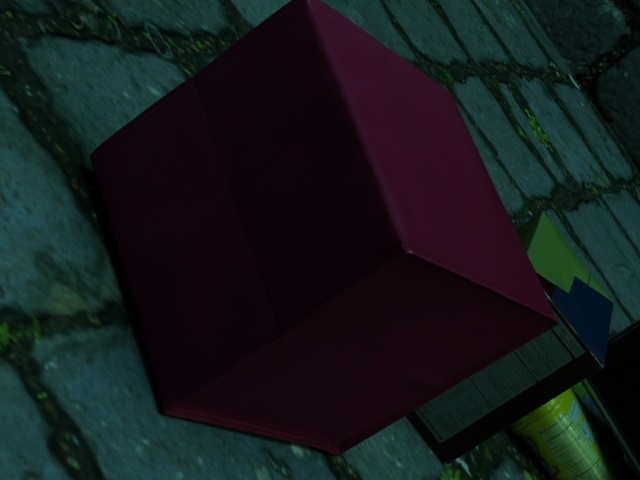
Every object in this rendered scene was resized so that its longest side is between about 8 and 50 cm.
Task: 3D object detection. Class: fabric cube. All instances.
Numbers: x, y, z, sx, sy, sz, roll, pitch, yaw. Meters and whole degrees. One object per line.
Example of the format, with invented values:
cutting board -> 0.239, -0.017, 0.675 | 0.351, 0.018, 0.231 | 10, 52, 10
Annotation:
fabric cube -> 0.000, 0.000, 1.180 | 0.254, 0.259, 0.258 | 24, 38, -52

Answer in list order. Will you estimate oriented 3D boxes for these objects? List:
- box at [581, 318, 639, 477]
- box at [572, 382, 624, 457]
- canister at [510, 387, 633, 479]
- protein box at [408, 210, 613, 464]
box -> 0.609, 0.344, 1.706 | 0.472, 0.297, 0.480 | 47, 13, -49
box -> 0.327, 0.220, 1.803 | 0.178, 0.042, 0.109 | 56, 23, 4
canister -> 0.305, 0.250, 1.678 | 0.170, 0.073, 0.126 | 54, 22, -5
protein box -> 0.189, 0.101, 1.484 | 0.136, 0.201, 0.200 | 52, 22, -5
